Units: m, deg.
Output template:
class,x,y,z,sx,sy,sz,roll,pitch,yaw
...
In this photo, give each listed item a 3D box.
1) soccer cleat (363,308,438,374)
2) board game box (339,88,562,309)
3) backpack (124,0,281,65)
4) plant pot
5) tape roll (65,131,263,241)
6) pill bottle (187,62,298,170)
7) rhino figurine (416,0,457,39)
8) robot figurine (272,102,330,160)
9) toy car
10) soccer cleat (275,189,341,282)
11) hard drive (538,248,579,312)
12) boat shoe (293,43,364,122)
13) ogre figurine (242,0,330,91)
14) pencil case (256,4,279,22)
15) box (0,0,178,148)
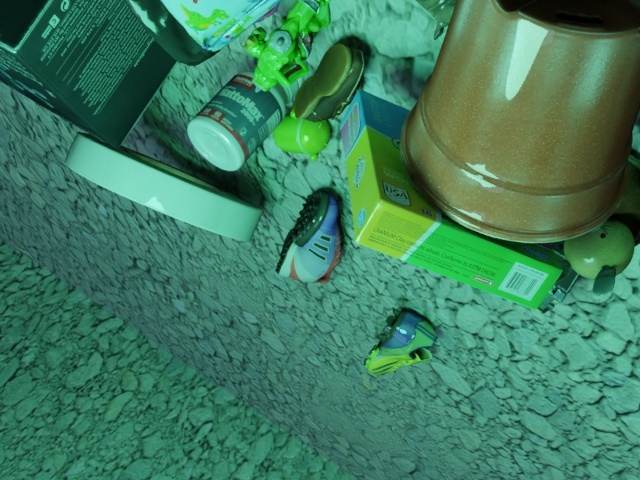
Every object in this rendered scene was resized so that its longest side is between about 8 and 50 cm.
class,x,y,z,sx,sy,sz,roll,pitch,yaw
soccer cleat,0.170,0.236,1.933,0.121,0.093,0.289,28,154,5
board game box,0.152,-0.063,1.169,0.242,0.316,0.064,20,119,-15
backpack,-0.089,-0.381,0.993,0.356,0.273,0.290,-27,109,18
plant pot,0.239,-0.183,0.991,0.272,0.272,0.265,30,145,17
tape roll,-0.302,-0.106,1.790,0.392,0.072,0.392,24,-177,-2
pill bottle,-0.120,-0.209,1.476,0.108,0.180,0.108,30,153,17
rhino figurine,0.133,-0.325,1.086,0.106,0.073,0.243,-3,134,48
robot figurine,-0.032,-0.180,1.540,0.115,0.067,0.101,10,134,44
toy car,0.356,-0.010,1.175,0.155,0.188,0.149,10,143,44
soccer cleat,0.000,0.000,1.777,0.116,0.108,0.318,19,153,-7
hard drive,0.225,-0.012,1.398,0.339,0.064,0.237,34,177,12
boat shoe,0.026,-0.236,1.385,0.073,0.073,0.207,6,167,-20
ogre figurine,-0.045,-0.286,1.325,0.097,0.118,0.197,47,152,-18
pencil case,-0.165,-0.366,1.376,0.236,0.104,0.104,7,140,49
box,-0.460,-0.364,1.505,0.293,0.212,0.395,30,172,16
